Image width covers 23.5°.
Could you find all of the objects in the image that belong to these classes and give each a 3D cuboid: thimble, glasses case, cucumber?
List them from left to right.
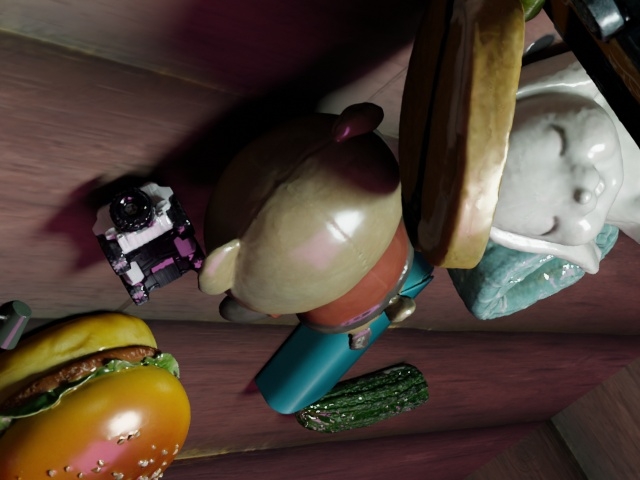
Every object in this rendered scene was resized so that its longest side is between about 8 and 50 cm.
[{"bbox_3d":[0.034,0.116,1.953,0.117,0.070,0.301,-16,154,-38],"label":"glasses case"},{"bbox_3d":[0.063,0.241,2.292,0.265,0.077,0.077,-14,154,-39],"label":"cucumber"},{"bbox_3d":[0.239,-0.011,1.827,0.198,0.143,0.235,-38,159,23],"label":"thimble"}]

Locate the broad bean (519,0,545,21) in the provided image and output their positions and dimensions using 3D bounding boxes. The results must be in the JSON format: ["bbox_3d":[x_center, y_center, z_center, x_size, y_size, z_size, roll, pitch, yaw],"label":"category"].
[{"bbox_3d":[0.167,-0.212,1.281,0.256,0.053,0.052,125,-14,-81],"label":"broad bean"}]

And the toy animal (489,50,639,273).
[{"bbox_3d":[0.259,-0.077,1.600,0.265,0.206,0.271,-11,116,-30],"label":"toy animal"}]

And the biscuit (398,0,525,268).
[{"bbox_3d":[0.105,-0.134,1.212,0.057,0.287,0.344,8,-165,-4],"label":"biscuit"}]

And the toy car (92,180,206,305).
[{"bbox_3d":[-0.156,-0.004,1.370,0.080,0.070,0.170,-29,162,-5],"label":"toy car"}]

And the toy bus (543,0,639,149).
[{"bbox_3d":[0.317,-0.159,1.307,0.162,0.323,0.194,-31,162,1],"label":"toy bus"}]

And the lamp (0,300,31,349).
[{"bbox_3d":[-0.308,0.074,1.399,0.054,0.041,0.121,-49,158,23],"label":"lamp"}]

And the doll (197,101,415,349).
[{"bbox_3d":[0.000,0.000,1.440,0.235,0.174,0.330,-45,158,-2],"label":"doll"}]

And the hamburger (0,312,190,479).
[{"bbox_3d":[-0.248,0.196,1.578,0.246,0.170,0.246,-30,161,-11],"label":"hamburger"}]
